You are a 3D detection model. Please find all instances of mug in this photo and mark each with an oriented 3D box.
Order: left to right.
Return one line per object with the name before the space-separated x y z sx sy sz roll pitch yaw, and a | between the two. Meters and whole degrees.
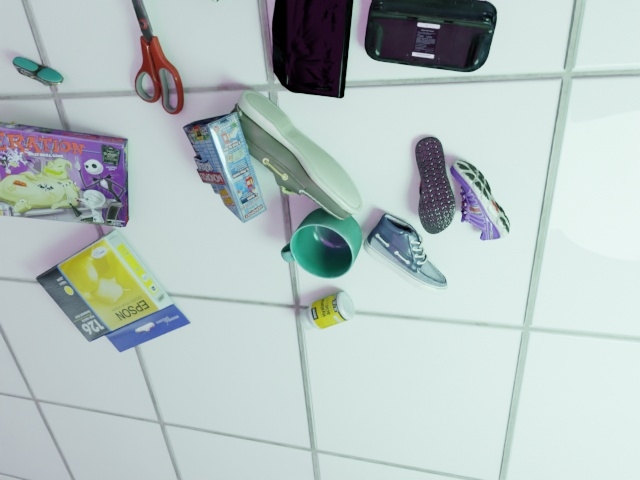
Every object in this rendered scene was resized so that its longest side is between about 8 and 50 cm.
mug | 0.005 -0.006 0.897 0.158 0.097 0.129 17 128 13

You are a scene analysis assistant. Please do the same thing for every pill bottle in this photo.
pill bottle | 0.013 0.162 1.005 0.116 0.065 0.065 -25 107 26

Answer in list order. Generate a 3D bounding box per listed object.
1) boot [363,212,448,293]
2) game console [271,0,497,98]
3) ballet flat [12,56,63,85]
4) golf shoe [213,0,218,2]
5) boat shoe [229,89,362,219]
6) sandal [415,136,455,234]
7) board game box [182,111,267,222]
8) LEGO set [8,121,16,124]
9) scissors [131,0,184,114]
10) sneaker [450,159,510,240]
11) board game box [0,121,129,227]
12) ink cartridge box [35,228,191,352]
boot | 0.182 0.027 0.880 0.190 0.069 0.086 30 124 2
game console | 0.093 -0.335 0.737 0.362 0.044 0.213 12 121 11
ballet flat | -0.587 -0.348 0.941 0.114 0.041 0.041 26 121 3
golf shoe | -0.214 -0.443 0.752 0.198 0.077 0.093 -7 115 21
boat shoe | -0.051 -0.145 0.843 0.305 0.109 0.091 44 121 -1
sandal | 0.211 -0.101 0.829 0.067 0.040 0.179 -5 100 15
board game box | -0.185 -0.134 0.852 0.194 0.060 0.194 13 130 54
LEGO set | -0.743 -0.199 1.026 0.287 0.132 0.107 10 142 -17
scissors | -0.307 -0.378 0.820 0.109 0.021 0.297 19 130 12
sneaker | 0.276 -0.065 0.809 0.071 0.068 0.169 -25 107 34
board game box | -0.602 -0.142 0.967 0.347 0.056 0.208 5 117 -12
ink cartridge box | -0.546 0.159 1.171 0.304 0.072 0.307 -25 105 26
